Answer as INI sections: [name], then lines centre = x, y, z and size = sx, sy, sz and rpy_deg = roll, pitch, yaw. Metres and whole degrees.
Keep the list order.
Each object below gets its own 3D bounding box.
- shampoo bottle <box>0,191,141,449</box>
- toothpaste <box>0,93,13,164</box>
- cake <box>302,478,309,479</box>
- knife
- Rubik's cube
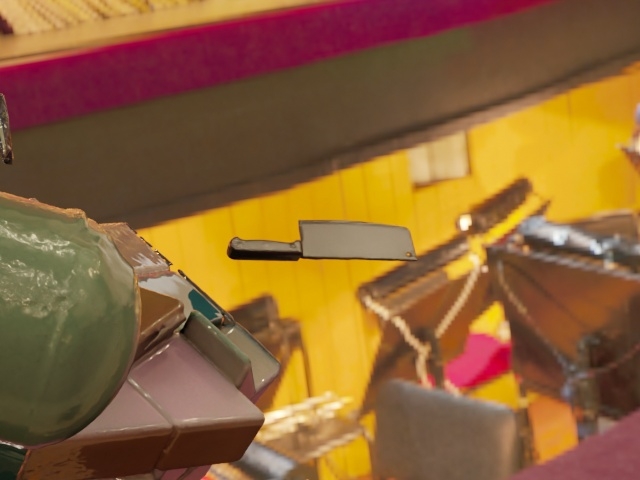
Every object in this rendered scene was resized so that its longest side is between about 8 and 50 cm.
[shampoo bottle]
centre = -0.274, 0.020, 0.746
size = 0.349, 0.151, 0.222
rpy_deg = 16, 12, -17
[toothpaste]
centre = -0.306, -0.111, 1.247
size = 0.019, 0.083, 0.027
rpy_deg = -17, -17, 2
[cake]
centre = -0.066, 0.427, 1.535
size = 0.227, 0.222, 0.286
rpy_deg = -22, 16, 16
[knife]
centre = 0.000, 0.000, 1.673
size = 0.245, 0.019, 0.072
rpy_deg = 1, 45, -13
[Rubik's cube]
centre = -0.265, 0.161, 1.465
size = 0.387, 0.358, 0.368
rpy_deg = 40, 43, 12
